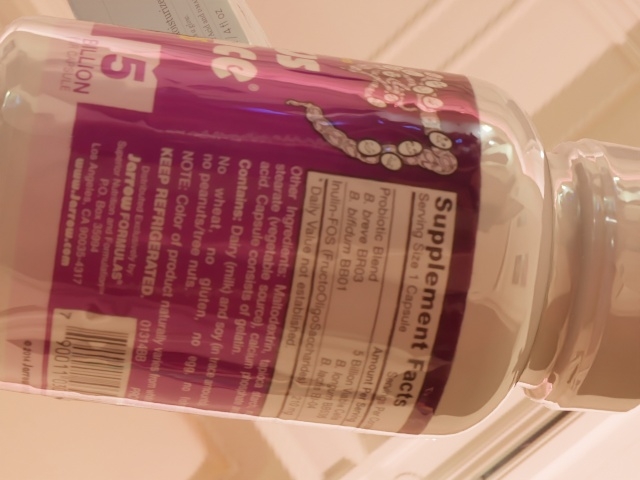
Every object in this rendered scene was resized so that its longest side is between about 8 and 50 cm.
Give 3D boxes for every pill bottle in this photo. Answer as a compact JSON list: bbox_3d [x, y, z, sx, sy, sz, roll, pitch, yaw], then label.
[{"bbox_3d":[0.000,0.000,0.642,0.301,0.169,0.169,7,-89,-8],"label":"pill bottle"}]

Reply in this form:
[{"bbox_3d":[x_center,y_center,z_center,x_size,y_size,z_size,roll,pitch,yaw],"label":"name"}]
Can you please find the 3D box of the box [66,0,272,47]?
[{"bbox_3d":[-0.089,-0.116,1.125,0.119,0.182,0.181,-30,-120,4],"label":"box"}]
